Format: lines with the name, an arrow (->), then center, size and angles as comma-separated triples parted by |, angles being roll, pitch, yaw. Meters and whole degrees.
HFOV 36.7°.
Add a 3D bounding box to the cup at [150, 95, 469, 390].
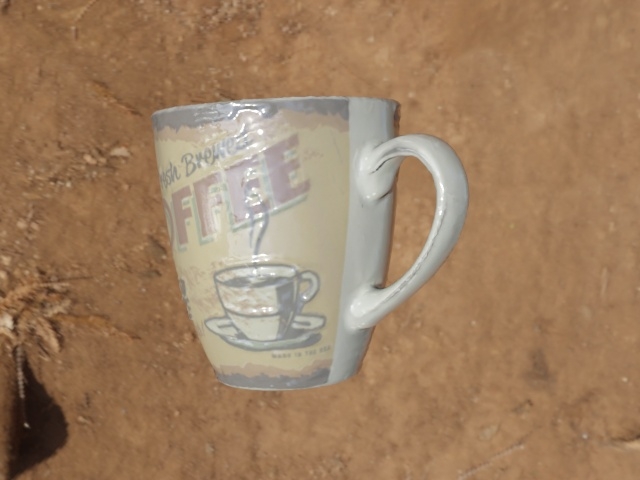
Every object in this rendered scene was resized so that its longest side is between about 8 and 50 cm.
cup -> 0.000, 0.000, 0.870 | 0.227, 0.301, 0.257 | -12, 98, -52
